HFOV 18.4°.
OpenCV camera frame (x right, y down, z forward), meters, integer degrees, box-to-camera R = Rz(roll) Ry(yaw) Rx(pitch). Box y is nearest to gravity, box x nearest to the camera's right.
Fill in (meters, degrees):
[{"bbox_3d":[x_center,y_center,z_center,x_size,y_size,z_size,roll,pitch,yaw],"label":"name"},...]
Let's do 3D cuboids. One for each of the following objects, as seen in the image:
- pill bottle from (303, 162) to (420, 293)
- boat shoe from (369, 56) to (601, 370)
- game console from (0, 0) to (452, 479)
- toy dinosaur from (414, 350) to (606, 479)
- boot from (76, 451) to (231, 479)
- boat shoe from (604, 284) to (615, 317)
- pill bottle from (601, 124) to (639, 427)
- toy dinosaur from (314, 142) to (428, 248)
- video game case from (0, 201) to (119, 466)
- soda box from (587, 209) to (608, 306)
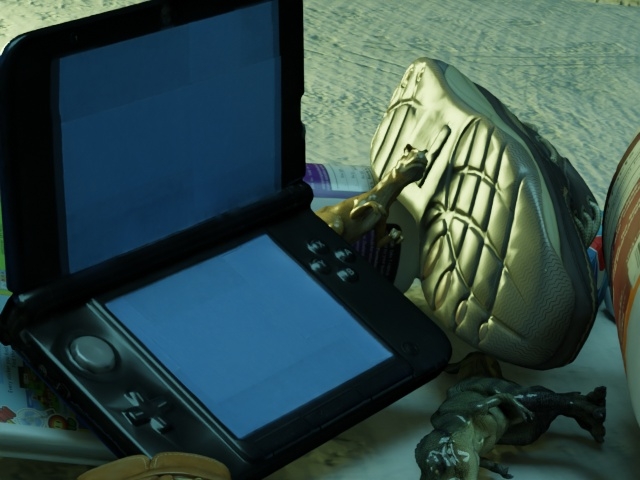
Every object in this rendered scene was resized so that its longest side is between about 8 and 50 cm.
[{"bbox_3d":[0.018,-0.007,1.573,0.193,0.108,0.108,3,17,-14],"label":"pill bottle"},{"bbox_3d":[0.143,-0.023,1.425,0.130,0.132,0.355,19,26,-22],"label":"boat shoe"},{"bbox_3d":[-0.048,-0.011,1.229,0.250,0.173,0.293,43,37,19],"label":"game console"},{"bbox_3d":[0.129,0.112,1.304,0.118,0.064,0.268,2,12,8],"label":"toy dinosaur"},{"bbox_3d":[-0.049,0.159,1.048,0.197,0.073,0.152,6,16,-3],"label":"boot"},{"bbox_3d":[0.312,0.051,1.544,0.080,0.076,0.228,-3,19,-31],"label":"boat shoe"},{"bbox_3d":[0.295,0.017,1.266,0.224,0.224,0.392,7,17,3],"label":"pill bottle"},{"bbox_3d":[0.000,0.000,1.458,0.211,0.112,0.064,-23,-37,22],"label":"toy dinosaur"},{"bbox_3d":[-0.169,0.052,1.251,0.206,0.026,0.227,9,40,-22],"label":"video game case"},{"bbox_3d":[0.191,0.027,1.599,0.071,0.067,0.210,11,18,15],"label":"soda box"}]
